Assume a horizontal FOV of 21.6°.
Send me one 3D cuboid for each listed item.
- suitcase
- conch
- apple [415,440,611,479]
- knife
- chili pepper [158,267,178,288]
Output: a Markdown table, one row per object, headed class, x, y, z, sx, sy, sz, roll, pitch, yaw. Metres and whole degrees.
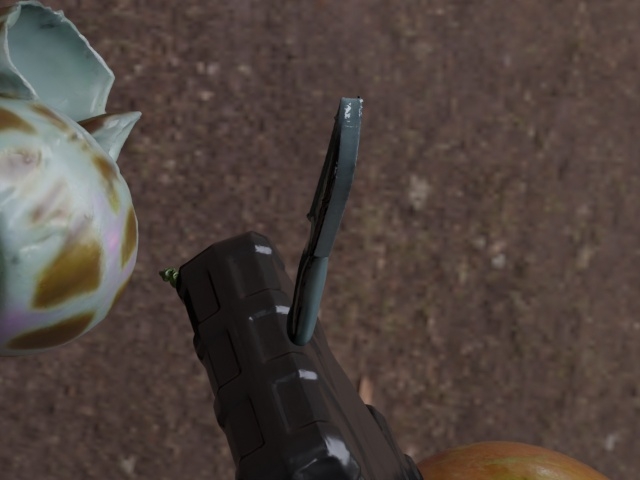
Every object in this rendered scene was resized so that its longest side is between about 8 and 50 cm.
| class | x | y | z | sx | sy | sz | roll | pitch | yaw |
| --- | --- | --- | --- | --- | --- | --- | --- | --- | --- |
| suitcase | 0.013 | 0.147 | 1.013 | 0.066 | 0.206 | 0.285 | -27 | 132 | 5 |
| conch | -0.239 | -0.037 | 1.207 | 0.368 | 0.197 | 0.249 | -71 | 144 | -83 |
| apple | 0.148 | 0.271 | 1.233 | 0.253 | 0.253 | 0.254 | -8 | 100 | -49 |
| knife | -0.001 | 0.000 | 0.760 | 0.210 | 0.015 | 0.028 | 104 | -4 | -62 |
| chili pepper | -0.149 | 0.046 | 1.878 | 0.027 | 0.083 | 0.022 | -53 | 134 | -15 |
